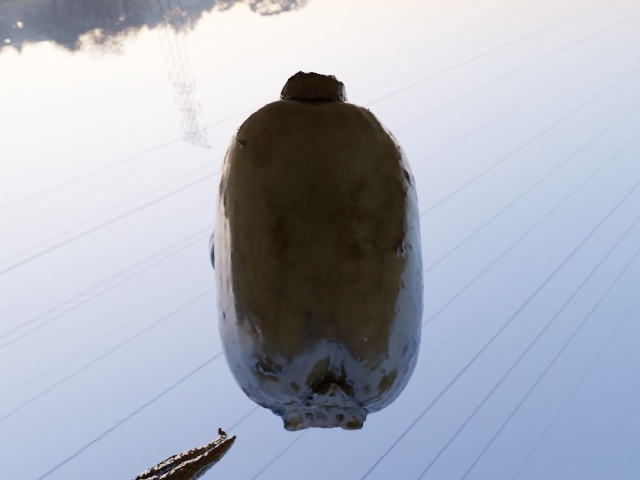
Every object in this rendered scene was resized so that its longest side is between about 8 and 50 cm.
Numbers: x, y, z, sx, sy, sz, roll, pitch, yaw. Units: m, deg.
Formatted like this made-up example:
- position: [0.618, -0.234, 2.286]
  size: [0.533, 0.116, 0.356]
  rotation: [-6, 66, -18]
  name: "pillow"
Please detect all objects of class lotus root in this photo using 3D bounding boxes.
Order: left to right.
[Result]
- position: [0.000, 0.000, 0.392]
  size: [0.160, 0.284, 0.146]
  rotation: [5, 164, -27]
  name: "lotus root"

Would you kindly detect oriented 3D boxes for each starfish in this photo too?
- position: [-0.273, 0.399, 0.711]
  size: [0.375, 0.094, 0.327]
  rotation: [-39, -174, 16]
  name: "starfish"

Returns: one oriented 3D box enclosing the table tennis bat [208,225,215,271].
- position: [-0.044, -0.017, 0.597]
  size: [0.198, 0.321, 0.050]
  rotation: [-9, -122, -2]
  name: "table tennis bat"
